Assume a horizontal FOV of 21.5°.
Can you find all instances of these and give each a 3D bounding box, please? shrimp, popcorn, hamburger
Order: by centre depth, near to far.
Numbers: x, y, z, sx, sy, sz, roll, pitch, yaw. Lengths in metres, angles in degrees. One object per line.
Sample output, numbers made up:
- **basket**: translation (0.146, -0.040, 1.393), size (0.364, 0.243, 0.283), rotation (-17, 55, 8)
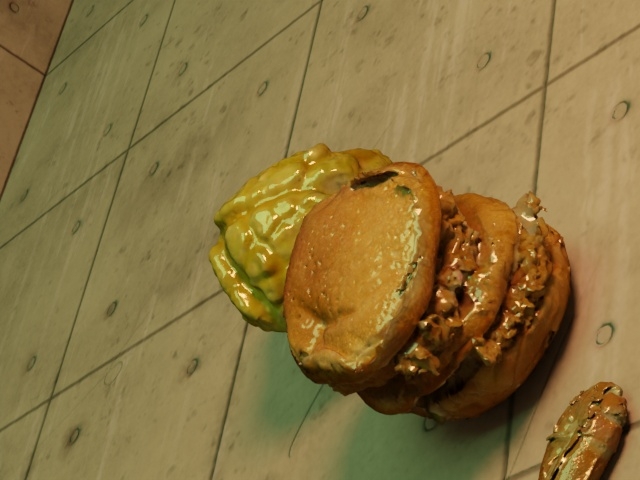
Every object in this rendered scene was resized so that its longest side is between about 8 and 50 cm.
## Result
- **shrimp**: translation (0.207, 0.199, 1.412), size (0.091, 0.043, 0.184), rotation (-26, 32, 59)
- **hamburger**: translation (0.103, 0.049, 1.565), size (0.260, 0.211, 0.245), rotation (-52, 29, 20)
- **popcorn**: translation (0.000, 0.000, 1.812), size (0.256, 0.195, 0.255), rotation (-38, -1, -31)
